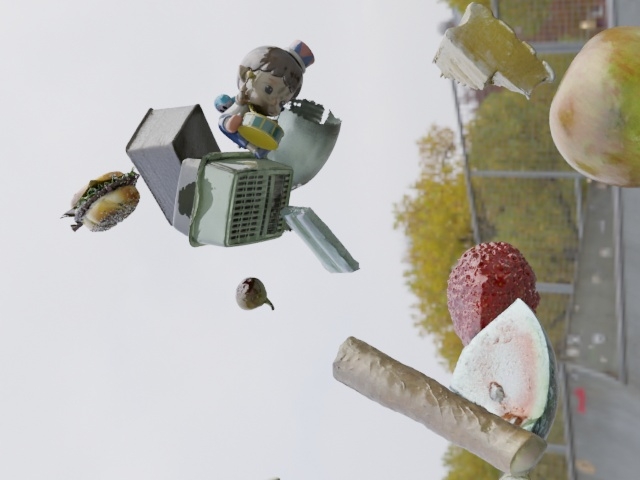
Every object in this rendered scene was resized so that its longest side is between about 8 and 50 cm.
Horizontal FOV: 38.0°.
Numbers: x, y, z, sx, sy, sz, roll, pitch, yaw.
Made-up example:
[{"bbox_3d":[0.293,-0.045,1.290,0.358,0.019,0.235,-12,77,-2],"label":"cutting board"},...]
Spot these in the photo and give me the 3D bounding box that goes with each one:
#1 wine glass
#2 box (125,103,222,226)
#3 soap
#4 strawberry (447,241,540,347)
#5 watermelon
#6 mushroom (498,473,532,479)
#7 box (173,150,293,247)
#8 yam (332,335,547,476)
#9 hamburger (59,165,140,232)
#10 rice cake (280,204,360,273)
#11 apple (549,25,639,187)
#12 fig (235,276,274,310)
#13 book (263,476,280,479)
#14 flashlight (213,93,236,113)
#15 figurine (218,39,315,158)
[{"bbox_3d":[-0.080,-0.197,2.367,0.190,0.190,0.357,-36,-30,-63],"label":"wine glass"},{"bbox_3d":[-0.346,-0.192,2.358,0.184,0.143,0.273,-70,-34,-43],"label":"box"},{"bbox_3d":[0.478,-0.483,2.607,0.169,0.304,0.339,-46,-3,-3],"label":"soap"},{"bbox_3d":[0.418,0.147,2.364,0.257,0.261,0.261,-18,-67,-33],"label":"strawberry"},{"bbox_3d":[0.363,0.260,1.841,0.320,0.213,0.290,-46,-42,-77],"label":"watermelon"},{"bbox_3d":[0.422,0.522,1.808,0.312,0.081,0.100,-175,97,-77],"label":"mushroom"},{"bbox_3d":[-0.199,-0.097,2.153,0.290,0.166,0.221,-11,-66,-61],"label":"box"},{"bbox_3d":[0.166,0.245,1.384,0.081,0.356,0.081,-28,-50,-40],"label":"yam"},{"bbox_3d":[-0.457,-0.078,1.983,0.164,0.189,0.093,-30,-96,-44],"label":"hamburger"},{"bbox_3d":[0.000,0.000,2.169,0.226,0.085,0.040,49,-126,-30],"label":"rice cake"},{"bbox_3d":[0.667,-0.280,1.988,0.339,0.339,0.340,3,-90,-69],"label":"apple"},{"bbox_3d":[-0.162,0.135,2.293,0.098,0.084,0.082,27,-82,-32],"label":"fig"},{"bbox_3d":[-0.210,0.696,2.165,0.264,0.031,0.379,-68,-19,1],"label":"book"},{"bbox_3d":[-0.213,-0.350,2.365,0.129,0.051,0.051,-14,-73,-42],"label":"flashlight"},{"bbox_3d":[-0.113,-0.322,2.014,0.161,0.158,0.275,41,-114,-55],"label":"figurine"}]
